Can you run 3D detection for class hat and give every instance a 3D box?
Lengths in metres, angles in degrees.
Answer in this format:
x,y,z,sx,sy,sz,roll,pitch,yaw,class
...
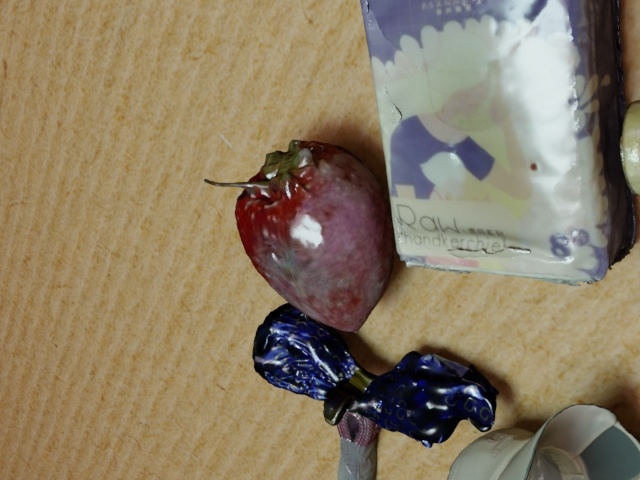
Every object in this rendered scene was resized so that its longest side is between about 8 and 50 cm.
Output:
x,y,z,sx,sy,sz,roll,pitch,yaw,class
0.225,0.274,0.961,0.161,0.232,0.275,43,147,27,hat

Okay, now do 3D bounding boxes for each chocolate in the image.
x,y,z,sx,sy,sz,roll,pitch,yaw,class
0.067,0.188,1.110,0.343,0.148,0.126,17,137,35,chocolate

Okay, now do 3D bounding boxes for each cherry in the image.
x,y,z,sx,sy,sz,roll,pitch,yaw,class
0.000,0.000,1.045,0.192,0.175,0.249,-18,101,27,cherry

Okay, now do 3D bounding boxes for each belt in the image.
x,y,z,sx,sy,sz,roll,pitch,yaw,class
0.051,0.314,1.239,0.071,0.053,0.231,13,119,27,belt

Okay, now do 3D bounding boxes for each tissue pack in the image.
x,y,z,sx,sy,sz,roll,pitch,yaw,class
0.178,-0.133,0.869,0.242,0.125,0.343,5,115,38,tissue pack

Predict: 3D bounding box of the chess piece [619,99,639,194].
x,y,z,sx,sy,sz,roll,pitch,yaw,class
0.376,-0.088,0.756,0.201,0.090,0.090,0,110,37,chess piece
